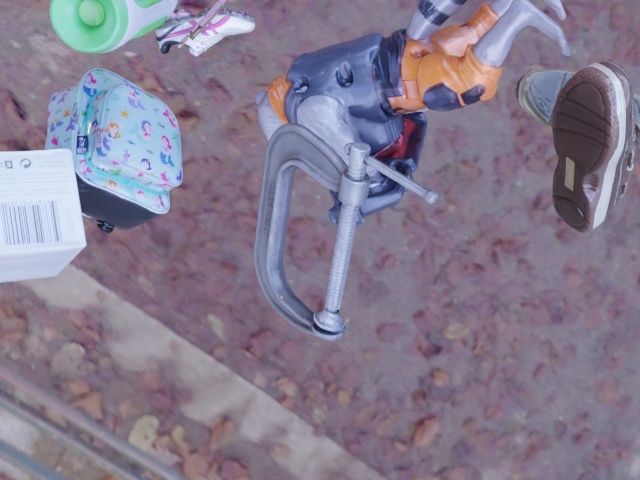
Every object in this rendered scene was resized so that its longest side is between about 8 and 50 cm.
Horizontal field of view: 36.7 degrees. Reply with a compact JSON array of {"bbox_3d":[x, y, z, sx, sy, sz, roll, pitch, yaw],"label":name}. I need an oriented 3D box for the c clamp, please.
[{"bbox_3d":[0.000,0.000,0.595,0.022,0.137,0.161,-19,138,-36],"label":"c clamp"}]

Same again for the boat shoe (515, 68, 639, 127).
[{"bbox_3d":[0.347,-0.179,1.288,0.223,0.073,0.080,7,100,-22],"label":"boat shoe"}]

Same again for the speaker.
[{"bbox_3d":[-0.320,-0.381,1.537,0.131,0.296,0.131,3,112,8],"label":"speaker"}]

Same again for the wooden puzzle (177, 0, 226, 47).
[{"bbox_3d":[-0.111,-0.220,0.956,0.006,0.049,0.083,43,86,-11],"label":"wooden puzzle"}]

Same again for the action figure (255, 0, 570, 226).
[{"bbox_3d":[0.078,-0.188,0.985,0.330,0.341,0.178,-23,119,21],"label":"action figure"}]

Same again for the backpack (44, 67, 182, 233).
[{"bbox_3d":[-0.363,-0.173,1.690,0.191,0.253,0.225,-29,146,29],"label":"backpack"}]

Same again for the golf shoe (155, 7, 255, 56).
[{"bbox_3d":[-0.205,-0.373,1.730,0.186,0.067,0.086,1,98,13],"label":"golf shoe"}]

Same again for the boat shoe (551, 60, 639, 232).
[{"bbox_3d":[0.329,-0.120,1.127,0.095,0.095,0.257,-33,150,-16],"label":"boat shoe"}]

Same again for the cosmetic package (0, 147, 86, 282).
[{"bbox_3d":[-0.447,-0.032,1.414,0.151,0.183,0.151,-5,77,-31],"label":"cosmetic package"}]
